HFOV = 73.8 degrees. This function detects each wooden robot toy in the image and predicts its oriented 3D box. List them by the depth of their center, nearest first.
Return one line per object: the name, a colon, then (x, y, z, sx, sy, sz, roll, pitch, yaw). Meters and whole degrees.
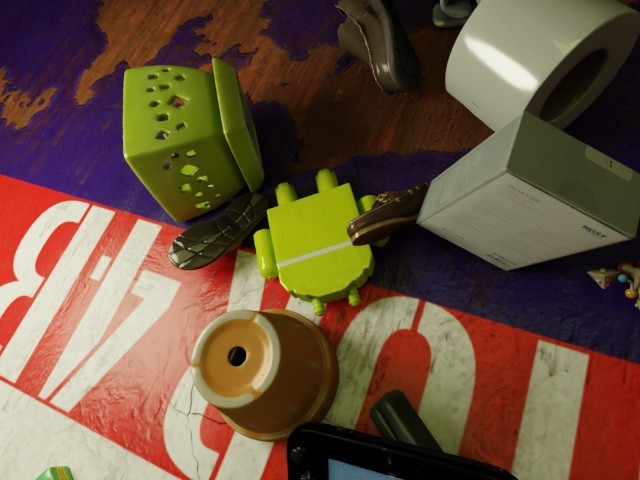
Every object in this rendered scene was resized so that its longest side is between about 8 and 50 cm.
wooden robot toy: (0.491, 0.073, 0.626, 0.173, 0.076, 0.079, -5, 100, 12)

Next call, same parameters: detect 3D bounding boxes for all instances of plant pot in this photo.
plant pot: (-0.089, 0.189, 0.636, 0.205, 0.188, 0.205, -5, 65, 12)
plant pot: (-0.234, -0.201, 0.838, 0.207, 0.227, 0.228, -15, 62, 0)

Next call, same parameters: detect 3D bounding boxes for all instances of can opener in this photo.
can opener: (0.176, 0.332, 0.581, 0.093, 0.074, 0.280, -21, 59, -35)

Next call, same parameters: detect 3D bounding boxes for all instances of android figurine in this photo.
android figurine: (0.000, 0.000, 0.774, 0.248, 0.056, 0.273, -19, 62, 5)

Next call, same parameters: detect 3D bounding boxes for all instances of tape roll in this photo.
tape roll: (0.360, -0.299, 0.714, 0.246, 0.246, 0.169, -34, 63, -3)

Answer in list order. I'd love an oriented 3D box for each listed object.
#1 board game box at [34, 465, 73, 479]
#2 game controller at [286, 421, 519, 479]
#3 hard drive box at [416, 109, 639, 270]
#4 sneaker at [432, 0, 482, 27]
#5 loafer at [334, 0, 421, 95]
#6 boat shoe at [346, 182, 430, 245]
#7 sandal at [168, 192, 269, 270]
board game box: (-0.422, 0.550, 0.636, 0.213, 0.046, 0.317, -40, 63, -7)
game controller: (0.093, 0.336, 0.534, 0.319, 0.067, 0.166, -1, 85, 32)
hard drive box: (0.273, -0.050, 0.599, 0.181, 0.232, 0.089, 26, 73, -7)
sneaker: (0.268, -0.607, 0.936, 0.366, 0.137, 0.210, 31, 74, 21)
loafer: (0.114, -0.429, 0.918, 0.130, 0.134, 0.366, -27, 49, 27)
boat shoe: (0.122, -0.048, 0.721, 0.207, 0.073, 0.073, -17, 72, -33)
sandal: (-0.189, -0.013, 0.832, 0.090, 0.060, 0.219, 38, 65, 20)
